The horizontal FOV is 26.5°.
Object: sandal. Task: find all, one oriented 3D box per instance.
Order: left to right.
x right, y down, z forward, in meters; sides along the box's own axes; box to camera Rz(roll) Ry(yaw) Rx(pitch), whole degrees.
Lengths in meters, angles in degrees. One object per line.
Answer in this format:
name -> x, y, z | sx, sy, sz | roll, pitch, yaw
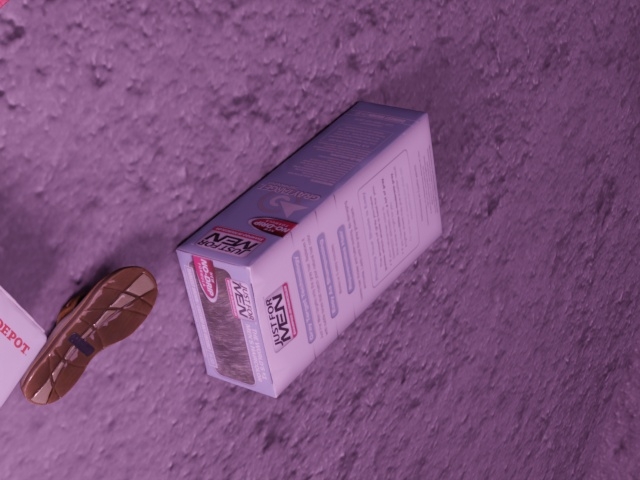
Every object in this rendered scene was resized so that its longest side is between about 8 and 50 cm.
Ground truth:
sandal -> -0.244, 0.090, 1.395 | 0.180, 0.049, 0.072 | -47, 133, -14

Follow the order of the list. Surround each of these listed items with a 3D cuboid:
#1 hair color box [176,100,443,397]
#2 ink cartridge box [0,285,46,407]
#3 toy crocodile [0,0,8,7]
hair color box -> 0.000, 0.000, 1.649 | 0.374, 0.113, 0.185 | -42, 134, -40
ink cartridge box -> -0.359, 0.121, 1.197 | 0.208, 0.087, 0.153 | -58, 142, -23
toy crocodile -> -0.296, -0.228, 1.143 | 0.340, 0.105, 0.115 | -55, 141, -27
